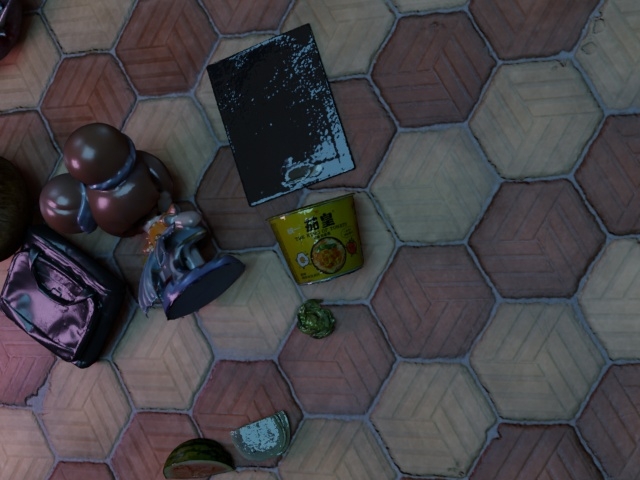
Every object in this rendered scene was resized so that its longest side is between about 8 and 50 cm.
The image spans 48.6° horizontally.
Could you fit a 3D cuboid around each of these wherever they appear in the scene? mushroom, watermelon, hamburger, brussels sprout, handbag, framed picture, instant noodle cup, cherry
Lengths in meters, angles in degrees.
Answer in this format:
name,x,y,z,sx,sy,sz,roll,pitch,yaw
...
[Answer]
name,x,y,z,sx,sy,sz,roll,pitch,yaw
mushroom,-0.764,-0.068,1.560,0.283,0.195,0.263,32,89,7
watermelon,-0.265,0.451,1.491,0.163,0.087,0.069,-11,49,12
hamburger,-0.115,0.406,1.446,0.121,0.054,0.084,-24,81,6
brussels sprout,-0.010,0.162,1.423,0.085,0.058,0.085,3,63,-7
handbag,-0.566,0.122,1.538,0.275,0.088,0.244,35,111,16
framed picture,-0.087,-0.260,1.476,0.244,0.013,0.324,-19,84,14
instant noodle cup,0.000,0.000,1.369,0.182,0.182,0.144,-16,94,14
cherry,-0.776,-0.500,1.584,0.266,0.183,0.213,24,86,30

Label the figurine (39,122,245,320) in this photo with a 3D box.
name,x,y,z,sx,sy,sz,roll,pitch,yaw
figurine,-0.366,-0.031,1.440,0.388,0.248,0.276,53,125,13
